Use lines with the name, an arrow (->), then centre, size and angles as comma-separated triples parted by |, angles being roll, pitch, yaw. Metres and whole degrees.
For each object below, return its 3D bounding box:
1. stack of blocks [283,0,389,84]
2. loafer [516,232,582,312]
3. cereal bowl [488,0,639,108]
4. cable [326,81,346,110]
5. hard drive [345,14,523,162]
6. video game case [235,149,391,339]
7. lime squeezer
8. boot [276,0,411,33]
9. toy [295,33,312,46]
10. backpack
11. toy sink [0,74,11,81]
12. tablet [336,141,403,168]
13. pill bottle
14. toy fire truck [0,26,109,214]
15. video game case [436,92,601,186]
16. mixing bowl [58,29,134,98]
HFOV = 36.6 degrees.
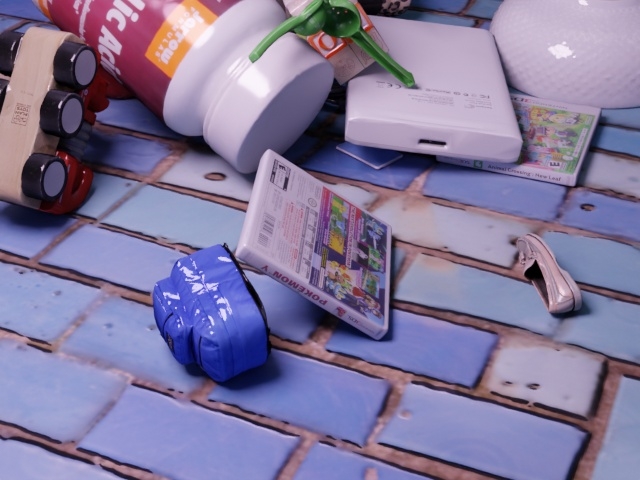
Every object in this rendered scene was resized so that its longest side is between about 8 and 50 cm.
stack of blocks -> -0.005, -0.364, 1.425 | 0.087, 0.171, 0.297 | -34, 28, 10
loafer -> 0.249, 0.036, 1.093 | 0.039, 0.045, 0.125 | -16, 40, -11
cereal bowl -> 0.442, -0.348, 1.560 | 0.338, 0.141, 0.339 | 0, 34, 0
cable -> 0.039, -0.251, 1.485 | 0.184, 0.047, 0.151 | 8, 40, -1
hard drive -> 0.154, -0.231, 1.409 | 0.233, 0.047, 0.353 | 7, 35, -2
video game case -> 0.000, 0.000, 1.080 | 0.183, 0.023, 0.201 | 31, 31, -15
lime squeezer -> 0.004, -0.259, 1.228 | 0.058, 0.110, 0.310 | -7, -3, 40
boot -> -0.033, -0.486, 1.762 | 0.284, 0.138, 0.377 | -13, 37, -21
toy -> -0.026, -0.308, 1.580 | 0.237, 0.056, 0.137 | -14, 38, -19
backpack -> -0.109, 0.085, 0.984 | 0.101, 0.098, 0.120 | -26, 54, -18
toy sink -> -0.517, -0.180, 1.320 | 0.234, 0.153, 0.131 | 11, 37, 14
tablet -> 0.069, -0.124, 1.357 | 0.054, 0.006, 0.083 | -29, 44, -35
pill bottle -> -0.186, -0.283, 1.309 | 0.392, 0.224, 0.224 | 41, 48, 13
toy fire truck -> -0.345, -0.142, 1.269 | 0.158, 0.217, 0.246 | 12, -5, 18
video game case -> 0.287, -0.153, 1.380 | 0.193, 0.023, 0.212 | 13, 37, 19
mixing bowl -> -0.311, -0.285, 1.513 | 0.181, 0.098, 0.181 | 0, 35, 0
